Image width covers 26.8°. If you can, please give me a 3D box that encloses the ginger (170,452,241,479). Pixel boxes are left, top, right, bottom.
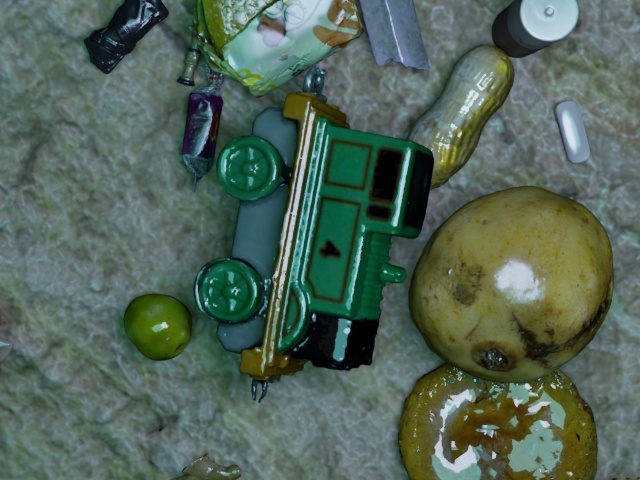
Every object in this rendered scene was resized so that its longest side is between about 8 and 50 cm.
[{"bbox_3d":[-0.155,0.306,1.794,0.097,0.030,0.048,-10,121,3],"label":"ginger"}]

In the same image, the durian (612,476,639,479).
[{"bbox_3d":[0.460,0.393,1.728,0.355,0.169,0.158,1,91,-2],"label":"durian"}]

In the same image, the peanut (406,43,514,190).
[{"bbox_3d":[0.177,-0.161,1.737,0.087,0.087,0.207,32,92,-2],"label":"peanut"}]

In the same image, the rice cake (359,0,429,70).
[{"bbox_3d":[0.059,-0.383,1.708,0.056,0.072,0.365,-7,107,40],"label":"rice cake"}]

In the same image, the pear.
[{"bbox_3d":[-0.212,0.109,1.755,0.097,0.092,0.092,43,93,14],"label":"pear"}]

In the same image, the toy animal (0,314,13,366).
[{"bbox_3d":[-0.510,0.095,1.731,0.248,0.149,0.165,47,108,9],"label":"toy animal"}]

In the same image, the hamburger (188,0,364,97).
[{"bbox_3d":[-0.071,-0.313,1.706,0.214,0.125,0.235,-27,107,-8],"label":"hamburger"}]

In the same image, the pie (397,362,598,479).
[{"bbox_3d":[0.237,0.266,1.773,0.273,0.069,0.274,0,90,-4],"label":"pie"}]

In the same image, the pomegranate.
[{"bbox_3d":[0.234,0.055,1.666,0.260,0.260,0.261,0,93,0],"label":"pomegranate"}]

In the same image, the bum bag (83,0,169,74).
[{"bbox_3d":[-0.256,-0.277,1.756,0.058,0.034,0.124,43,93,-16],"label":"bum bag"}]

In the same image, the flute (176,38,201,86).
[{"bbox_3d":[-0.146,-0.316,1.758,0.027,0.027,0.233,16,94,-1],"label":"flute"}]

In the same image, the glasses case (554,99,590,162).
[{"bbox_3d":[0.333,-0.143,1.769,0.032,0.021,0.083,-17,93,-1],"label":"glasses case"}]

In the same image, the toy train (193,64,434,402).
[{"bbox_3d":[0.000,0.000,1.675,0.249,0.178,0.429,10,91,16],"label":"toy train"}]

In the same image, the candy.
[{"bbox_3d":[-0.155,-0.150,1.759,0.043,0.045,0.175,10,92,19],"label":"candy"}]

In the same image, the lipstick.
[{"bbox_3d":[0.260,-0.267,1.645,0.070,0.254,0.070,0,94,0],"label":"lipstick"}]
